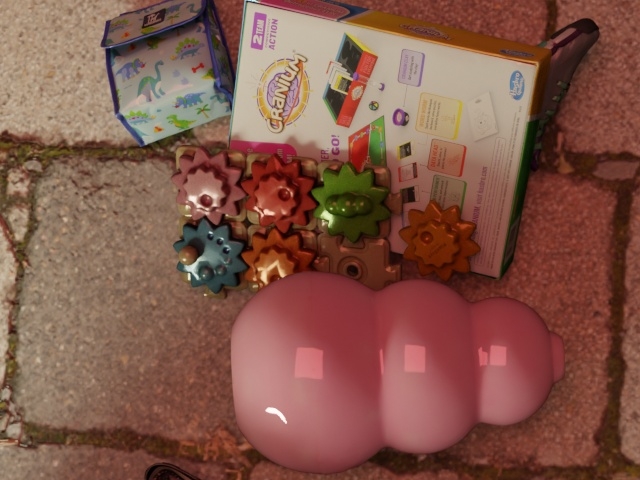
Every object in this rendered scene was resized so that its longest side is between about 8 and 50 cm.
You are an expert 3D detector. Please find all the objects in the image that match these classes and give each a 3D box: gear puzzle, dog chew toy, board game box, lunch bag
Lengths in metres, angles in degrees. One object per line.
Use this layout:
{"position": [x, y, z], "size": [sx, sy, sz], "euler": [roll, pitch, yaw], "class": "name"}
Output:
{"position": [0.000, 0.000, 1.989], "size": [0.339, 0.044, 0.175], "euler": [7, 112, 17], "class": "gear puzzle"}
{"position": [0.079, 0.127, 1.925], "size": [0.332, 0.206, 0.206], "euler": [-4, 76, 2], "class": "dog chew toy"}
{"position": [0.063, -0.114, 1.988], "size": [0.317, 0.064, 0.242], "euler": [15, 113, 14], "class": "board game box"}
{"position": [-0.168, -0.201, 2.107], "size": [0.129, 0.096, 0.151], "euler": [-17, 60, 9], "class": "lunch bag"}

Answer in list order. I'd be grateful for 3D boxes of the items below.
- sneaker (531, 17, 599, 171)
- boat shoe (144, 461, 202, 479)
{"position": [0.226, -0.134, 2.023], "size": [0.224, 0.083, 0.098], "euler": [-42, 82, 11], "class": "sneaker"}
{"position": [-0.129, 0.278, 2.005], "size": [0.133, 0.042, 0.049], "euler": [31, 82, 15], "class": "boat shoe"}
